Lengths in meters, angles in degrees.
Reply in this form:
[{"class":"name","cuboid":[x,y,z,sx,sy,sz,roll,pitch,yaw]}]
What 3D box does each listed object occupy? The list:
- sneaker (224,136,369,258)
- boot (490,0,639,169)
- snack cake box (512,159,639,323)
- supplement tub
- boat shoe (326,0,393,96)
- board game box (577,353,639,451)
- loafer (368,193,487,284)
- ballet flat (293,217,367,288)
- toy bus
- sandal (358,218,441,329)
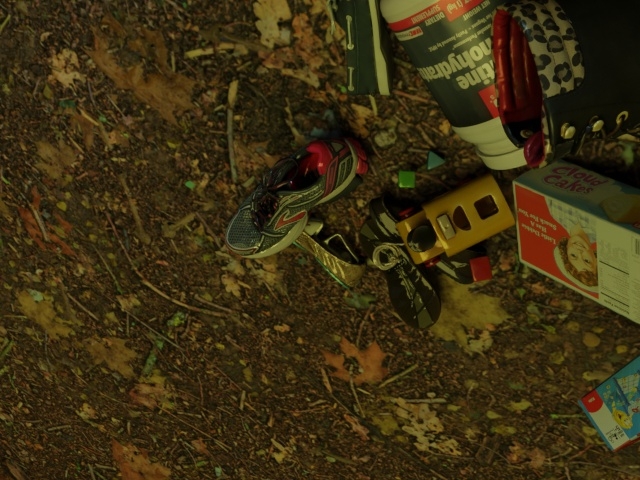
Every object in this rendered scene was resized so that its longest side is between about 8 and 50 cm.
[{"class":"sneaker","cuboid":[-0.063,-0.076,1.313,0.299,0.112,0.121,-41,70,30]},{"class":"boot","cuboid":[0.364,-0.132,0.904,0.284,0.138,0.377,-15,96,-12]},{"class":"snack cake box","cuboid":[0.398,0.001,1.114,0.264,0.089,0.152,34,148,49]},{"class":"supplement tub","cuboid":[0.220,-0.248,1.024,0.191,0.191,0.272,-22,113,37]},{"class":"boat shoe","cuboid":[0.051,-0.319,1.122,0.079,0.095,0.254,-3,134,14]},{"class":"board game box","cuboid":[0.568,0.156,1.106,0.086,0.308,0.302,62,140,27]},{"class":"loafer","cuboid":[0.182,-0.018,1.311,0.220,0.080,0.078,32,121,-7]},{"class":"ballet flat","cuboid":[0.000,0.000,1.423,0.206,0.073,0.067,38,106,-10]},{"class":"toy bus","cuboid":[0.195,-0.025,1.216,0.191,0.104,0.202,17,95,4]},{"class":"sandal","cuboid":[0.145,0.053,1.394,0.090,0.060,0.219,-33,92,34]}]
